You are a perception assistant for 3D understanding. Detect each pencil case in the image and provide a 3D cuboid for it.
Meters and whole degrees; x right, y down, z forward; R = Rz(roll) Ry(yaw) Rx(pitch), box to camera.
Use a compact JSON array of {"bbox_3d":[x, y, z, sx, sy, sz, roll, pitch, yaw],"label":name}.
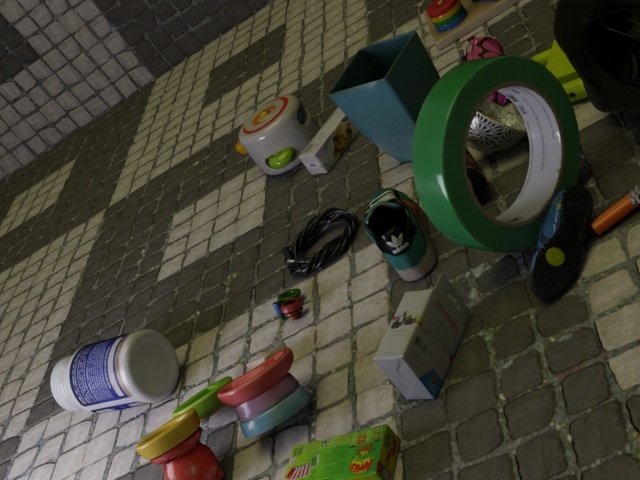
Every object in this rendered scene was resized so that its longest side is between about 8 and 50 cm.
[{"bbox_3d":[0.361,-0.371,2.088,0.095,0.098,0.209,-27,30,21],"label":"pencil case"}]

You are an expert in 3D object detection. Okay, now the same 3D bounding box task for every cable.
[{"bbox_3d":[0.000,0.000,2.020,0.184,0.047,0.150,-33,28,10],"label":"cable"}]

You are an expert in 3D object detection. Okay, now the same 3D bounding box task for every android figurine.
[{"bbox_3d":[0.543,-0.372,1.913,0.272,0.056,0.248,-17,34,37],"label":"android figurine"}]

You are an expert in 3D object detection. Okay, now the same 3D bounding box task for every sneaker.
[{"bbox_3d":[0.139,-0.045,1.837,0.108,0.121,0.302,-34,27,7],"label":"sneaker"},{"bbox_3d":[0.381,0.010,1.538,0.082,0.069,0.209,116,179,-65],"label":"sneaker"}]

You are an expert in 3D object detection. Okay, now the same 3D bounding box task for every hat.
[{"bbox_3d":[0.540,-0.320,1.711,0.331,0.331,0.134,-59,-5,-33],"label":"hat"}]

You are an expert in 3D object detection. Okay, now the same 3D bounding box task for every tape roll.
[{"bbox_3d":[0.296,-0.141,1.573,0.321,0.321,0.077,-50,30,-22],"label":"tape roll"}]

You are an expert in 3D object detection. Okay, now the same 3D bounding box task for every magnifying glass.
[{"bbox_3d":[0.529,-0.089,1.518,0.231,0.026,0.092,-40,12,8],"label":"magnifying glass"}]

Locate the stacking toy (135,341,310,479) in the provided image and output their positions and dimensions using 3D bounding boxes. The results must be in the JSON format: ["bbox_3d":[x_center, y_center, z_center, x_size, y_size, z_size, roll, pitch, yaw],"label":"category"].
[{"bbox_3d":[-0.148,0.320,1.707,0.309,0.130,0.279,-32,2,8],"label":"stacking toy"}]

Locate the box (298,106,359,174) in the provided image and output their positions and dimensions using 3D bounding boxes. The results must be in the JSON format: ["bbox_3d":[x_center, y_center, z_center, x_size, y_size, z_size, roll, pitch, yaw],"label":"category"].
[{"bbox_3d":[0.065,-0.296,2.373,0.067,0.063,0.324,0,46,49],"label":"box"}]

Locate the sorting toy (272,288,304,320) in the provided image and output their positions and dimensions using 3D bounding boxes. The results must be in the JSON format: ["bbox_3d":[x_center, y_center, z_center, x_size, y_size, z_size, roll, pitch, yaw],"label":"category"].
[{"bbox_3d":[-0.060,0.134,1.907,0.061,0.042,0.102,-21,16,1],"label":"sorting toy"}]

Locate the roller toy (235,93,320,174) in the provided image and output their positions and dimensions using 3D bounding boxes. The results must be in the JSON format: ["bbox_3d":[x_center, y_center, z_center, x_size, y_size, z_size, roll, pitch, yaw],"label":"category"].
[{"bbox_3d":[-0.110,-0.280,2.472,0.191,0.146,0.209,-47,28,-17],"label":"roller toy"}]

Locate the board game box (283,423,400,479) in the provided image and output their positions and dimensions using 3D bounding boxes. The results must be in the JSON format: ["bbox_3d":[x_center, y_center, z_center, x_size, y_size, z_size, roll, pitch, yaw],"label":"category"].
[{"bbox_3d":[0.029,0.347,1.459,0.181,0.043,0.092,-21,32,31],"label":"board game box"}]

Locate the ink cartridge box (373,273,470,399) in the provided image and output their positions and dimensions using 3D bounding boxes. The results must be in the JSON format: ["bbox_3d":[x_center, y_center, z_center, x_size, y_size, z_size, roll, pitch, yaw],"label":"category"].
[{"bbox_3d":[0.166,0.152,1.523,0.061,0.104,0.181,-10,38,42],"label":"ink cartridge box"}]

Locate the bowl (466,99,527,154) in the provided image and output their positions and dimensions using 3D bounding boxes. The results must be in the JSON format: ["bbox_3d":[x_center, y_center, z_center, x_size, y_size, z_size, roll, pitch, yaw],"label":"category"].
[{"bbox_3d":[0.325,-0.222,1.882,0.170,0.170,0.080,-106,38,-61],"label":"bowl"}]

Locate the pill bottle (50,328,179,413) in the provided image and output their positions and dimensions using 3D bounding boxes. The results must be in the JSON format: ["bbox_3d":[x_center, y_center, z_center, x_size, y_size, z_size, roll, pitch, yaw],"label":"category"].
[{"bbox_3d":[-0.439,0.283,2.009,0.264,0.153,0.153,-17,34,35],"label":"pill bottle"}]

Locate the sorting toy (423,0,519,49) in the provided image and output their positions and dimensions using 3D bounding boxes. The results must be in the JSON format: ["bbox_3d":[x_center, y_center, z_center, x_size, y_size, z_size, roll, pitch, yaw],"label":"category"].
[{"bbox_3d":[0.382,-0.644,2.486,0.257,0.089,0.255,-30,28,16],"label":"sorting toy"}]

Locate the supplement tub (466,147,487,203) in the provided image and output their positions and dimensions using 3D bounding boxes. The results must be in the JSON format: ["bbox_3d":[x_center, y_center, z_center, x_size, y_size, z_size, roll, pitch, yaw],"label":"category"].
[{"bbox_3d":[0.251,-0.138,1.859,0.106,0.106,0.198,-34,28,9],"label":"supplement tub"}]

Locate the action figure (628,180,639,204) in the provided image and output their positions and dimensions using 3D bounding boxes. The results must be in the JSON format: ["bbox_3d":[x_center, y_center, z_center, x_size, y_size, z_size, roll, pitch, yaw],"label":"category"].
[{"bbox_3d":[0.540,-0.053,1.344,0.164,0.141,0.276,-32,27,38],"label":"action figure"}]

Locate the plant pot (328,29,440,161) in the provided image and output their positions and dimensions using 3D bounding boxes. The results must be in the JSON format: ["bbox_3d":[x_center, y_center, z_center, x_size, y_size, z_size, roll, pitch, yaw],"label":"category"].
[{"bbox_3d":[0.173,-0.294,2.050,0.165,0.234,0.165,-9,40,45],"label":"plant pot"}]
